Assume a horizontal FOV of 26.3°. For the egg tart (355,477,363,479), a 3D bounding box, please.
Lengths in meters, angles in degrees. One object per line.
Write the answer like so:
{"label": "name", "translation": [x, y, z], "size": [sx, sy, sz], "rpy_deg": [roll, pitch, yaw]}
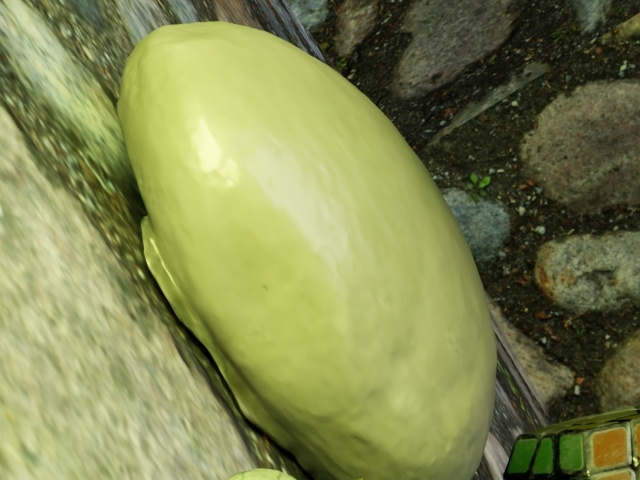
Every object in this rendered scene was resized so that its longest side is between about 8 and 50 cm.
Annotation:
{"label": "egg tart", "translation": [0.014, 0.194, 0.746], "size": [0.130, 0.052, 0.130], "rpy_deg": [-177, -90, -79]}

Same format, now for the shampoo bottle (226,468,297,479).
{"label": "shampoo bottle", "translation": [-0.018, 0.194, 0.639], "size": [0.065, 0.065, 0.204], "rpy_deg": [53, 10, -28]}

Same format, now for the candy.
{"label": "candy", "translation": [0.000, 0.000, 1.056], "size": [0.427, 0.186, 0.386], "rpy_deg": [43, 20, -44]}

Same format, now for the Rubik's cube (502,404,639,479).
{"label": "Rubik's cube", "translation": [0.327, 0.311, 1.417], "size": [0.264, 0.319, 0.319], "rpy_deg": [20, -19, 40]}
